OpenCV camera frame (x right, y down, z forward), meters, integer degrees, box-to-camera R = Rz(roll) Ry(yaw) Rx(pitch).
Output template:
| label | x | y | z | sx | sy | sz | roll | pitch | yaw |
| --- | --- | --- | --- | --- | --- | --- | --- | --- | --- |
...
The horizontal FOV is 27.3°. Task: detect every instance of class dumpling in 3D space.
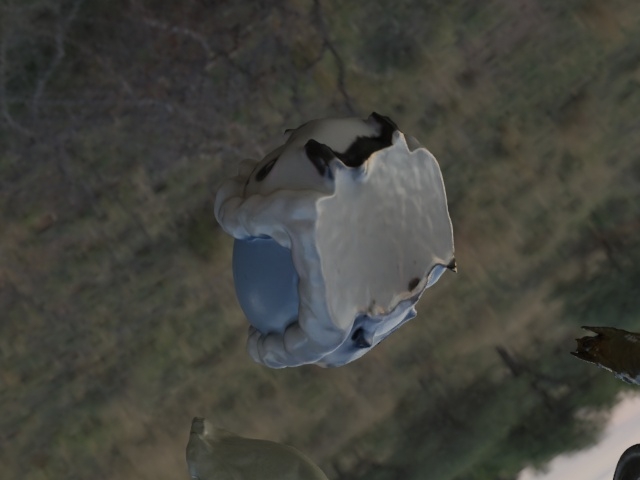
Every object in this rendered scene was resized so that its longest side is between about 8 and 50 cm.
| label | x | y | z | sx | sy | sz | roll | pitch | yaw |
| --- | --- | --- | --- | --- | --- | --- | --- | --- | --- |
| dumpling | -0.037 | 0.249 | 1.076 | 0.132 | 0.250 | 0.162 | -32 | 171 | -3 |

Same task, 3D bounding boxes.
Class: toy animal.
| label | x | y | z | sx | sy | sz | roll | pitch | yaw |
| --- | --- | --- | --- | --- | --- | --- | --- | --- | --- |
| toy animal | 0.000 | 0.000 | 1.117 | 0.156 | 0.204 | 0.208 | -6 | -165 | 37 |

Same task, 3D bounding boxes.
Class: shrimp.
| label | x | y | z | sx | sy | sz | roll | pitch | yaw |
| --- | --- | --- | --- | --- | --- | --- | --- | --- | --- |
| shrimp | 0.151 | 0.071 | 0.561 | 0.023 | 0.083 | 0.114 | -38 | -157 | -18 |

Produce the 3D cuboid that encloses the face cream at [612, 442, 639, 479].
| label | x | y | z | sx | sy | sz | roll | pitch | yaw |
| --- | --- | --- | --- | --- | --- | --- | --- | --- | --- |
| face cream | 0.293 | 0.127 | 0.692 | 0.283 | 0.073 | 0.073 | -4 | 159 | -16 |
